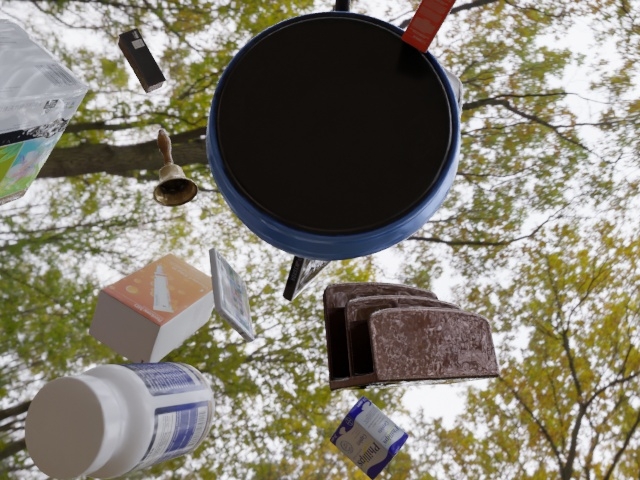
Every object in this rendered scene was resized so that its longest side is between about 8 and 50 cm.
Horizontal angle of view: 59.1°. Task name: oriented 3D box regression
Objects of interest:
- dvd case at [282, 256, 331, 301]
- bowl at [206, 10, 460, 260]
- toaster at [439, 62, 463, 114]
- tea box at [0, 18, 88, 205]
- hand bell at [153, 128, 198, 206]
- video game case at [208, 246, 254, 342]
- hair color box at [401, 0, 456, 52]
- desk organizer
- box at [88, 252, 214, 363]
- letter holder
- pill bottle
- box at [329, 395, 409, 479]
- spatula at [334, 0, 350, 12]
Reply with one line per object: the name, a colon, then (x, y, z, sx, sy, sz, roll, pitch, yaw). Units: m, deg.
dvd case: (0.000, 0.000, 1.209, 0.029, 0.179, 0.239, 31, -50, 16)
bowl: (0.020, -0.167, 0.846, 0.391, 0.391, 0.077, 56, -8, 12)
toaster: (0.211, -0.281, 1.196, 0.129, 0.146, 0.227, -27, -133, 58)
tea box: (-0.679, -0.220, 1.054, 0.220, 0.329, 0.323, 42, -67, -4)
hand bell: (-0.446, -0.231, 1.647, 0.126, 0.126, 0.242, -46, -127, 37)
video game case: (-0.183, 0.112, 1.156, 0.019, 0.143, 0.157, -23, -131, 8)
hair color box: (0.168, -0.341, 0.784, 0.043, 0.072, 0.141, 29, -55, -3)
desk organizer: (-0.407, -0.406, 1.282, 0.130, 0.047, 0.050, 61, -25, -7)
box: (-0.495, 0.204, 1.734, 0.214, 0.345, 0.168, 29, -65, 10)
letter holder: (0.173, 0.171, 1.100, 0.152, 0.301, 0.215, -30, -121, 53)
pill bottle: (-0.279, 0.256, 0.822, 0.153, 0.264, 0.153, -4, -102, 17)
box: (0.109, 0.451, 1.290, 0.137, 0.072, 0.126, 38, -48, 16)
spatula: (0.049, -0.551, 1.035, 0.084, 0.030, 0.297, 0, -59, -4)
